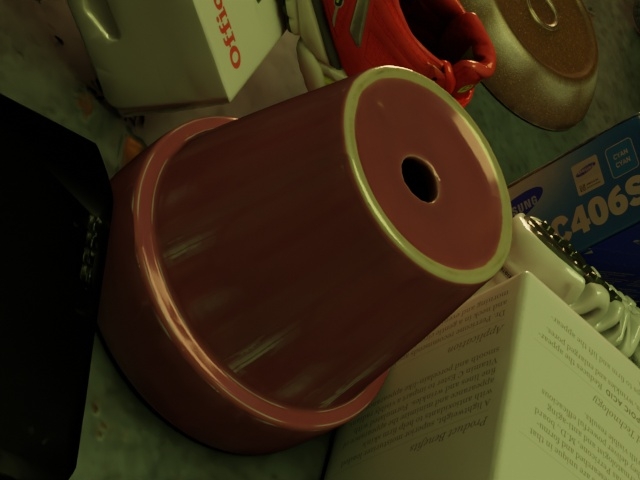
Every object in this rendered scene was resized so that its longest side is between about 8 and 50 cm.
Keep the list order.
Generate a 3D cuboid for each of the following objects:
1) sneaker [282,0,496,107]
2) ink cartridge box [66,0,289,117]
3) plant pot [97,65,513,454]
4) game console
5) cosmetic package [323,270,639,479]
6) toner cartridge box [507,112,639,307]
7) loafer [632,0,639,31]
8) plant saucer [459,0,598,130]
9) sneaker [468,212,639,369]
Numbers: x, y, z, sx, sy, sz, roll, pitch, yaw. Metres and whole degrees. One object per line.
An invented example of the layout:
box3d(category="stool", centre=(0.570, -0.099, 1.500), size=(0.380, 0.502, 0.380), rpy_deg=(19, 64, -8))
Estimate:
box3d(category="sneaker", centre=(0.057, -0.095, 0.946), size=(0.107, 0.118, 0.279), rpy_deg=(-60, 142, -44))
box3d(category="ink cartridge box", centre=(-0.074, -0.190, 0.910), size=(0.203, 0.086, 0.148), rpy_deg=(-61, 139, -48))
box3d(category="plant pot", centre=(0.000, 0.000, 0.831), size=(0.201, 0.180, 0.201), rpy_deg=(27, 49, -35))
box3d(category="game console", centre=(-0.257, -0.023, 0.681), size=(0.361, 0.044, 0.213), rpy_deg=(27, 48, -32))
box3d(category="cosmetic package", centre=(0.104, 0.151, 0.866), size=(0.151, 0.151, 0.183), rpy_deg=(40, 43, -23))
box3d(category="toner cartridge box", centre=(0.294, -0.010, 1.162), size=(0.348, 0.165, 0.075), rpy_deg=(7, 60, -45))
box3d(category="loafer", centre=(0.407, -0.161, 1.433), size=(0.251, 0.094, 0.087), rpy_deg=(56, 43, -4))
box3d(category="plant saucer", centre=(0.178, -0.189, 1.256), size=(0.198, 0.036, 0.198), rpy_deg=(25, 51, -34))
box3d(category="sneaker", centre=(0.190, 0.093, 1.036), size=(0.292, 0.118, 0.110), rpy_deg=(36, 11, -37))
